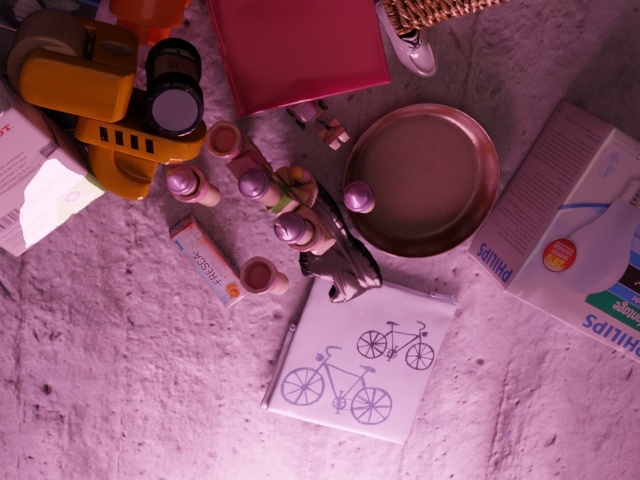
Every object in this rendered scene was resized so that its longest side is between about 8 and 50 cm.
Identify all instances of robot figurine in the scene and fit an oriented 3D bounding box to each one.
[{"bbox_3d":[-0.284,-0.438,1.783,0.158,0.128,0.219,10,108,-15],"label":"robot figurine"}]

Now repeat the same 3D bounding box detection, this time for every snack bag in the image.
[{"bbox_3d":[0.080,0.227,2.150,0.323,0.037,0.343,16,101,-16],"label":"snack bag"}]

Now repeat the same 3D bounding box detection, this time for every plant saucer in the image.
[{"bbox_3d":[0.191,-0.117,2.039,0.310,0.050,0.311,-3,111,-9],"label":"plant saucer"}]

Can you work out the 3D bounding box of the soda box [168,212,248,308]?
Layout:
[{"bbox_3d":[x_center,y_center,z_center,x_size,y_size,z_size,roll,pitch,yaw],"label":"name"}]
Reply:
[{"bbox_3d":[-0.211,0.038,2.010,0.058,0.063,0.183,-35,112,3],"label":"soda box"}]

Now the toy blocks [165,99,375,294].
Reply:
[{"bbox_3d":[-0.087,-0.105,1.821,0.309,0.260,0.288,-41,72,6],"label":"toy blocks"}]

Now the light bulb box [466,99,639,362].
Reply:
[{"bbox_3d":[0.544,-0.015,2.050,0.358,0.225,0.361,26,102,-19],"label":"light bulb box"}]

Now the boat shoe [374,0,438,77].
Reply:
[{"bbox_3d":[0.162,-0.372,1.930,0.066,0.063,0.184,-28,112,0],"label":"boat shoe"}]

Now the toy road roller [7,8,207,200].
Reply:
[{"bbox_3d":[-0.346,-0.209,1.716,0.329,0.202,0.241,14,118,-16],"label":"toy road roller"}]

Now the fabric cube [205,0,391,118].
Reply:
[{"bbox_3d":[-0.045,-0.380,1.774,0.258,0.259,0.254,-15,113,2],"label":"fabric cube"}]

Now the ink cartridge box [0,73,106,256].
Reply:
[{"bbox_3d":[-0.505,-0.120,1.691,0.198,0.115,0.273,-35,146,3],"label":"ink cartridge box"}]

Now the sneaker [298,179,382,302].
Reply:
[{"bbox_3d":[0.000,0.000,2.007,0.130,0.109,0.286,-32,102,9],"label":"sneaker"}]

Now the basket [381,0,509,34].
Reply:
[{"bbox_3d":[0.198,-0.542,1.816,0.223,0.213,0.299,-13,118,25],"label":"basket"}]

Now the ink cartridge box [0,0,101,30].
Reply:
[{"bbox_3d":[-0.521,-0.434,1.727,0.332,0.065,0.165,13,102,-29],"label":"ink cartridge box"}]

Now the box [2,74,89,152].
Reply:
[{"bbox_3d":[-0.490,-0.189,1.851,0.261,0.103,0.184,0,113,-11],"label":"box"}]
